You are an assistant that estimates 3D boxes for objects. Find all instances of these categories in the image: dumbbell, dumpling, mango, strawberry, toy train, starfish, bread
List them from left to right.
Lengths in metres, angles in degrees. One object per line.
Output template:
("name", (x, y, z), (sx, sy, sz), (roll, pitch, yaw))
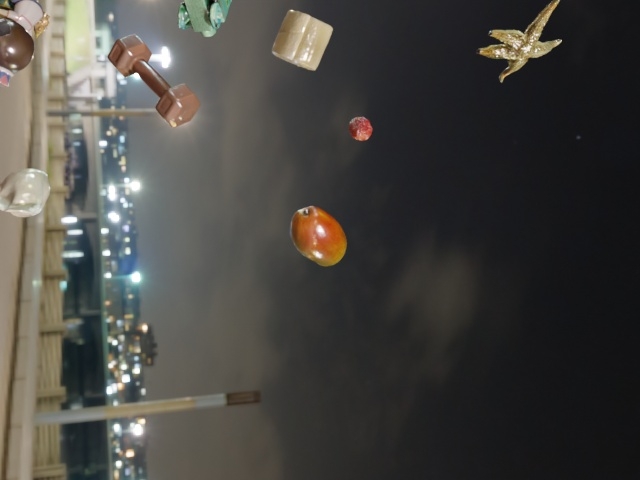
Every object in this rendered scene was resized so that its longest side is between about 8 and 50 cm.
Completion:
("dumpling", (-0.785, -0.125, 2.039), (0.229, 0.152, 0.124), (-107, -164, -63))
("dumbbell", (-0.352, -0.338, 1.656), (0.231, 0.082, 0.092), (45, -65, 18))
("toy train", (-0.317, -0.684, 2.026), (0.298, 0.120, 0.194), (79, 16, -52))
("bread", (-0.055, -0.593, 2.320), (0.134, 0.148, 0.141), (32, -80, 47))
("mango", (0.004, -0.004, 2.374), (0.129, 0.146, 0.289), (54, 7, 31))
("strawberry", (0.118, -0.327, 2.316), (0.083, 0.074, 0.073), (-78, 172, -69))
("starfish", (0.409, -0.395, 1.569), (0.050, 0.224, 0.216), (56, -39, 29))

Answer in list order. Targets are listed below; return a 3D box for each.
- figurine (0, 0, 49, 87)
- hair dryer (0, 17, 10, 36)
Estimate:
("figurine", (-0.860, -0.554, 2.147), (0.161, 0.158, 0.275), (53, 38, -52))
("hair dryer", (-0.779, -0.497, 1.635), (0.075, 0.196, 0.219), (4, -59, 48))
